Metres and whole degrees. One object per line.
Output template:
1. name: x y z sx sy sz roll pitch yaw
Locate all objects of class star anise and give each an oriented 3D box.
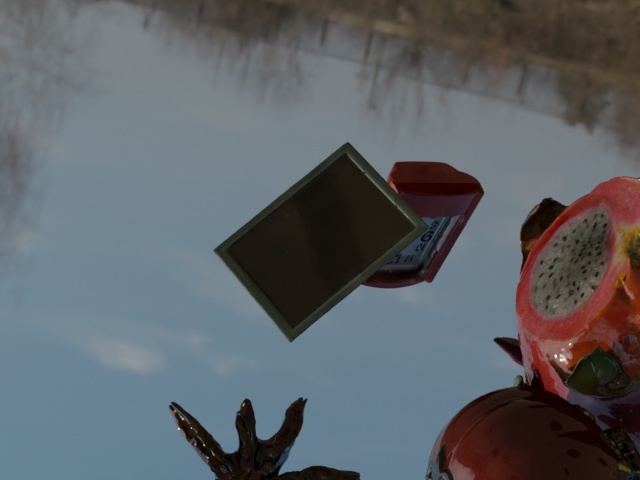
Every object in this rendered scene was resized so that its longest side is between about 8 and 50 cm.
1. star anise: -0.089 0.308 1.860 0.288 0.288 0.088 13 161 0

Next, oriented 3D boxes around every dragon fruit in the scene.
1. dragon fruit: 0.286 0.062 1.407 0.189 0.291 0.290 31 -175 -16

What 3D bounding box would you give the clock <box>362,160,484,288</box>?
1. clock: 0.095 -0.015 1.641 0.113 0.155 0.061 -1 -135 -30

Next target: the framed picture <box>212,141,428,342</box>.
1. framed picture: 0.000 0.000 1.522 0.142 0.183 0.011 48 174 29

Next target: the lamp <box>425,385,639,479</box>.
1. lamp: 0.177 0.238 1.274 0.226 0.227 0.227 12 -170 -2
